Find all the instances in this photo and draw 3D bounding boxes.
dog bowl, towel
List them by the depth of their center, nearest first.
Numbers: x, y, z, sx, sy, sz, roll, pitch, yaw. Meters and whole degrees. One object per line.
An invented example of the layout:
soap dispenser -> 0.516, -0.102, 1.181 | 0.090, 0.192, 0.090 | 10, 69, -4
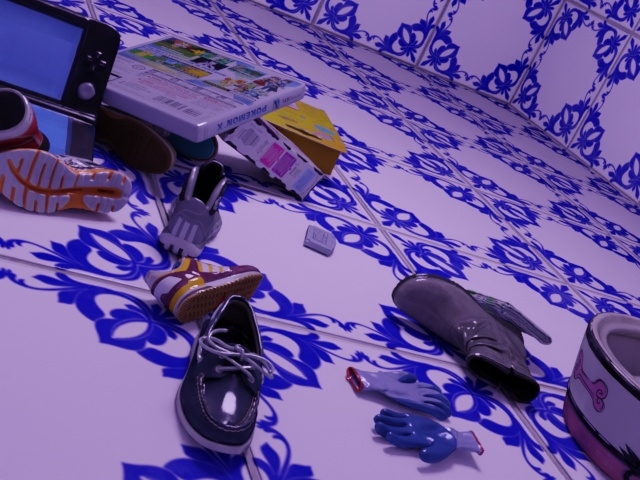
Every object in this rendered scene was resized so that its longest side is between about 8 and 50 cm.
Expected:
dog bowl -> 0.549, 0.282, 1.459 | 0.407, 0.150, 0.408 | 23, 20, -9
towel -> 0.315, 0.132, 1.649 | 0.113, 0.023, 0.152 | 38, -6, -18

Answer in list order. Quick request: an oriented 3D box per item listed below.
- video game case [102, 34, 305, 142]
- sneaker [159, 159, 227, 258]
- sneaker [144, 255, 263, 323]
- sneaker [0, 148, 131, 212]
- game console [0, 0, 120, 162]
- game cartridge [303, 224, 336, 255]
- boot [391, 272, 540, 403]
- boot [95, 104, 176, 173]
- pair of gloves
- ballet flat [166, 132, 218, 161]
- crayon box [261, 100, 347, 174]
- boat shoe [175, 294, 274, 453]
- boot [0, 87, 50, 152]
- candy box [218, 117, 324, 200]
video game case -> -0.243, -0.278, 1.727 | 0.329, 0.036, 0.300 | 24, 34, 27
sneaker -> -0.173, -0.068, 1.472 | 0.086, 0.132, 0.229 | 23, 20, -9
sneaker -> -0.151, 0.051, 1.293 | 0.084, 0.070, 0.185 | 40, 22, 21
sneaker -> -0.374, -0.086, 1.364 | 0.214, 0.084, 0.083 | 13, 13, -46
game console -> -0.467, -0.258, 1.498 | 0.293, 0.250, 0.173 | 17, 4, -24
game cartridge -> 0.000, 0.000, 1.692 | 0.056, 0.017, 0.083 | 21, 20, -3
boot -> 0.227, 0.147, 1.495 | 0.246, 0.083, 0.161 | 28, 20, -9
boot -> -0.304, -0.186, 1.694 | 0.213, 0.077, 0.165 | 29, 19, 20
pair of gloves -> 0.122, 0.226, 1.259 | 0.159, 0.023, 0.198 | 15, 21, -24
ballet flat -> -0.277, -0.218, 1.816 | 0.232, 0.080, 0.073 | 31, 8, 12
crayon box -> -0.068, -0.241, 2.107 | 0.202, 0.081, 0.318 | 21, 17, -16
boat shoe -> -0.102, 0.144, 1.100 | 0.095, 0.079, 0.254 | 23, 20, -9
boot -> -0.506, -0.139, 1.338 | 0.244, 0.089, 0.176 | -3, -14, -6
candy box -> -0.116, -0.188, 1.838 | 0.233, 0.071, 0.159 | 35, 9, -41
